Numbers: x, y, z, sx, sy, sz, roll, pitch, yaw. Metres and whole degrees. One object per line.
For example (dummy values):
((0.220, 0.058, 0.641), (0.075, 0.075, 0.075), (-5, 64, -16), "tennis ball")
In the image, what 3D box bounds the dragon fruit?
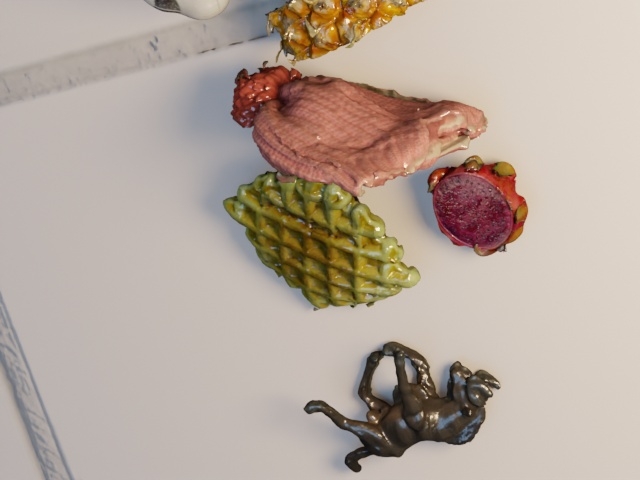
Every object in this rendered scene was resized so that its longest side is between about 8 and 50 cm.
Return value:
((0.178, -0.046, 2.015), (0.112, 0.068, 0.126), (-19, 114, 41), "dragon fruit")

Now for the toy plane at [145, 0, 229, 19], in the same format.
((-0.193, -0.340, 1.999), (0.245, 0.117, 0.245), (48, 164, 19), "toy plane")

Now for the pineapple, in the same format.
((0.029, -0.254, 1.956), (0.233, 0.135, 0.079), (-25, 99, 30), "pineapple")

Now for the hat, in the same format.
((0.016, -0.122, 1.980), (0.286, 0.236, 0.107), (21, 120, 32), "hat")

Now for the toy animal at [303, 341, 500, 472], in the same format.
((0.095, 0.203, 2.144), (0.232, 0.084, 0.148), (-34, 95, 29), "toy animal")

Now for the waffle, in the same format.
((0.000, 0.000, 2.089), (0.208, 0.054, 0.214), (52, 143, -13), "waffle")
